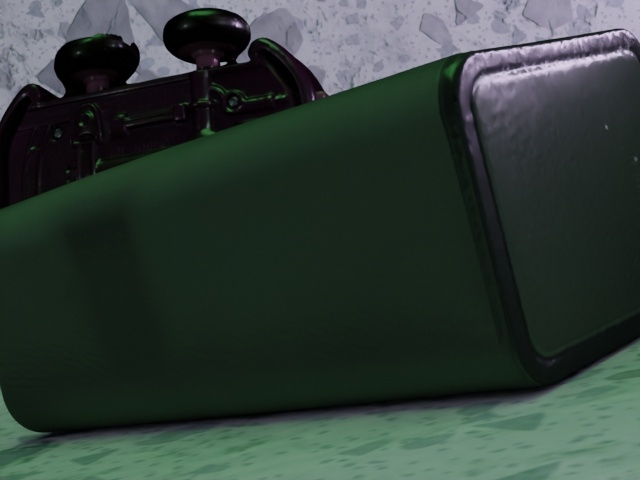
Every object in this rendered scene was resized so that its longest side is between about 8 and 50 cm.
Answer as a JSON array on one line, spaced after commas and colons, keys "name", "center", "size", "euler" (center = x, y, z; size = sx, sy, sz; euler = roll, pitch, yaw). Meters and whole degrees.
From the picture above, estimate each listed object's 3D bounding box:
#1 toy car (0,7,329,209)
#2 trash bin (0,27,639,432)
[{"name": "toy car", "center": [-0.122, -0.043, 1.556], "size": [0.341, 0.271, 0.240], "euler": [-8, -15, 20]}, {"name": "trash bin", "center": [0.000, 0.000, 0.938], "size": [0.343, 0.158, 0.223], "euler": [-10, 4, 35]}]
